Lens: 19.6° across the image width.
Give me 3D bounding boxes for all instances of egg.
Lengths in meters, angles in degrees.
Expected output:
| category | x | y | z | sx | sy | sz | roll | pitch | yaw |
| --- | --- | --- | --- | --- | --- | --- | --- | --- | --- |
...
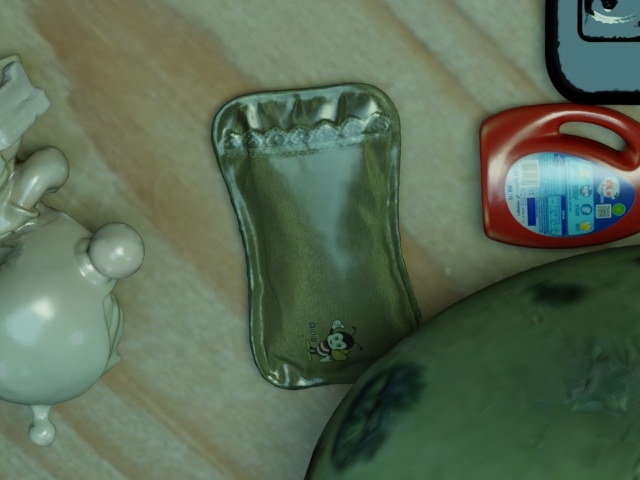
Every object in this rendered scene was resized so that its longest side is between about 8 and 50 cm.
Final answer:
| category | x | y | z | sx | sy | sz | roll | pitch | yaw |
| --- | --- | --- | --- | --- | --- | --- | --- | --- | --- |
| egg | 0.193 | 0.172 | 1.138 | 0.428 | 0.345 | 0.345 | 2 | 110 | 16 |

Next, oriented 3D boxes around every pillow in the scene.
| category | x | y | z | sx | sy | sz | roll | pitch | yaw |
| --- | --- | --- | --- | --- | --- | --- | --- | --- | --- |
| pillow | 0.000 | 0.000 | 1.269 | 0.130 | 0.033 | 0.218 | -5 | 109 | 9 |

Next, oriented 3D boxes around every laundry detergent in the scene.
| category | x | y | z | sx | sy | sz | roll | pitch | yaw |
| --- | --- | --- | --- | --- | --- | --- | --- | --- | --- |
| laundry detergent | 0.188 | -0.044 | 1.221 | 0.165 | 0.049 | 0.097 | -2 | 106 | 6 |

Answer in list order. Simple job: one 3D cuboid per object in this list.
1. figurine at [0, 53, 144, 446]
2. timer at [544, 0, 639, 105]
| category | x | y | z | sx | sy | sz | roll | pitch | yaw |
| --- | --- | --- | --- | --- | --- | --- | --- | --- | --- |
| figurine | -0.205 | 0.011 | 1.248 | 0.182 | 0.144 | 0.257 | -19 | 109 | 11 |
| timer | 0.236 | -0.154 | 1.168 | 0.187 | 0.055 | 0.144 | 1 | 110 | 8 |
